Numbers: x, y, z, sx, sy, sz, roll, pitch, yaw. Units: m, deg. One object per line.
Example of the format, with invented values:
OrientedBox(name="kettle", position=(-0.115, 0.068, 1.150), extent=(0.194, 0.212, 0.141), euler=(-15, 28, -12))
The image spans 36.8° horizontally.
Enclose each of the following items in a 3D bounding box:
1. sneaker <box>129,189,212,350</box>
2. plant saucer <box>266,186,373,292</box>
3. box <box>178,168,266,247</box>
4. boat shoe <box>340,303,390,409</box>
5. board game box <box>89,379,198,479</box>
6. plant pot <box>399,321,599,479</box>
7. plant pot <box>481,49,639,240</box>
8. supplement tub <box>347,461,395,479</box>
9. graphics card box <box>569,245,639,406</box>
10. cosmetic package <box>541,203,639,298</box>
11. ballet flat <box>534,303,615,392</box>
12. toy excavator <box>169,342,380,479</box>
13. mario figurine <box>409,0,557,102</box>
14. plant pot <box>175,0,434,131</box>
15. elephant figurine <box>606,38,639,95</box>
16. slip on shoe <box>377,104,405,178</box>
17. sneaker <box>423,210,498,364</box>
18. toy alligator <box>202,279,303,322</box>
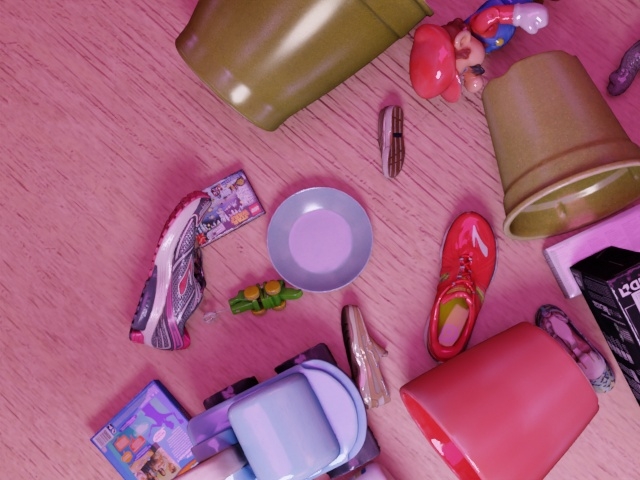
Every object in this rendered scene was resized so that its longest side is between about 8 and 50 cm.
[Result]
OrientedBox(name="sneaker", position=(-0.253, 0.053, 1.745), extent=(0.112, 0.121, 0.299), euler=(17, 99, -9))
OrientedBox(name="plant saucer", position=(0.000, 0.000, 1.757), extent=(0.194, 0.037, 0.195), euler=(-1, 82, 5))
OrientedBox(name="box", position=(-0.183, -0.060, 1.789), extent=(0.137, 0.027, 0.094), euler=(-29, 83, 2))
OrientedBox(name="boat shoe", position=(0.085, 0.204, 1.721), extent=(0.072, 0.068, 0.190), euler=(-11, 92, -8))
OrientedBox(name="board game box", position=(-0.287, 0.382, 1.740), extent=(0.160, 0.047, 0.210), euler=(-43, 81, -1))
OrientedBox(name="plant pot", position=(0.307, 0.283, 1.600), extent=(0.243, 0.275, 0.275), euler=(-37, 81, -10))
OrientedBox(name="plant pot", position=(0.399, -0.172, 1.644), extent=(0.276, 0.276, 0.254), euler=(-19, 71, 3))
OrientedBox(name="supplement tub", position=(0.059, 0.492, 1.644), extent=(0.199, 0.144, 0.144), euler=(-37, 81, 1))
OrientedBox(name="graphics card box", position=(0.546, 0.194, 1.553), extent=(0.094, 0.233, 0.371), euler=(-28, 93, 3))
OrientedBox(name="cosmetic package", position=(0.521, 0.008, 1.694), extent=(0.239, 0.060, 0.099), euler=(-25, 86, 2))
OrientedBox(name="ballet flat", position=(0.444, 0.192, 1.680), extent=(0.070, 0.070, 0.188), euler=(-42, 82, 0))
OrientedBox(name="toy excavator", position=(-0.136, 0.341, 1.528), extent=(0.432, 0.445, 0.222), euler=(-27, 81, 2))
OrientedBox(name="mario figurine", position=(0.295, -0.342, 1.690), extent=(0.320, 0.198, 0.170), euler=(-39, 62, -14))
OrientedBox(name="plant pot", position=(-0.057, -0.394, 1.677), extent=(0.353, 0.366, 0.366), euler=(-46, 81, 12))
OrientedBox(name="elephant figurine", position=(0.638, -0.366, 1.695), extent=(0.169, 0.186, 0.240), euler=(2, 96, -37))
OrientedBox(name="slip on shoe", position=(0.125, -0.181, 1.767), extent=(0.041, 0.051, 0.135), euler=(1, 92, 46))
OrientedBox(name="sneaker", position=(0.251, 0.083, 1.683), extent=(0.107, 0.118, 0.279), euler=(11, 85, 6))
OrientedBox(name="toy alligator", position=(-0.126, 0.104, 1.755), extent=(0.189, 0.056, 0.051), euler=(-14, 42, 4))
